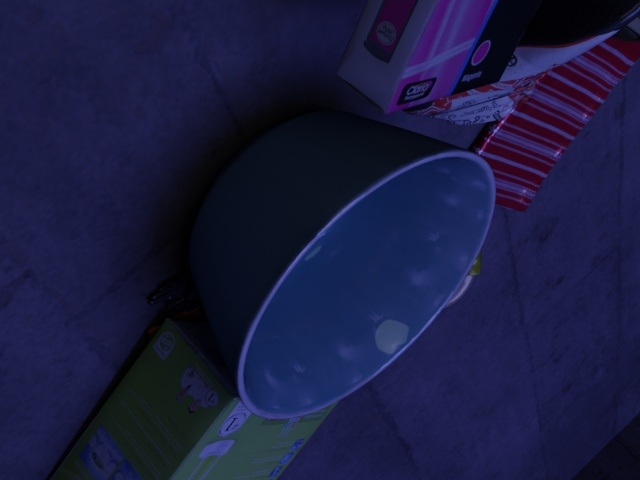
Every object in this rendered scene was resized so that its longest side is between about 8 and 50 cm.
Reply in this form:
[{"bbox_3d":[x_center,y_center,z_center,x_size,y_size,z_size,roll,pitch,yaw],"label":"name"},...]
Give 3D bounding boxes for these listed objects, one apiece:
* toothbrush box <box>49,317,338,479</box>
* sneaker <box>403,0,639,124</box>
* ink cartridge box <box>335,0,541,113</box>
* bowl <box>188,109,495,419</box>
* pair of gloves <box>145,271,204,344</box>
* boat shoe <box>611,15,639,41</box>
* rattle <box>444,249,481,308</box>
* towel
[{"bbox_3d":[-0.141,0.226,1.213,0.283,0.122,0.206,-55,151,16],"label":"toothbrush box"},{"bbox_3d":[0.196,-0.189,1.094,0.270,0.090,0.145,-22,165,27],"label":"sneaker"},{"bbox_3d":[0.146,-0.269,0.837,0.176,0.069,0.370,-21,143,-48],"label":"ink cartridge box"},{"bbox_3d":[0.000,0.000,1.081,0.312,0.163,0.311,-32,148,-23],"label":"bowl"},{"bbox_3d":[-0.140,0.064,1.133,0.074,0.010,0.083,-27,145,-32],"label":"pair of gloves"},{"bbox_3d":[0.256,-0.293,1.132,0.302,0.113,0.103,18,92,-57],"label":"boat shoe"},{"bbox_3d":[0.084,0.027,1.367,0.200,0.142,0.130,-33,119,6],"label":"rattle"},{"bbox_3d":[0.282,-0.156,1.399,0.275,0.031,0.199,-54,150,14],"label":"towel"}]
